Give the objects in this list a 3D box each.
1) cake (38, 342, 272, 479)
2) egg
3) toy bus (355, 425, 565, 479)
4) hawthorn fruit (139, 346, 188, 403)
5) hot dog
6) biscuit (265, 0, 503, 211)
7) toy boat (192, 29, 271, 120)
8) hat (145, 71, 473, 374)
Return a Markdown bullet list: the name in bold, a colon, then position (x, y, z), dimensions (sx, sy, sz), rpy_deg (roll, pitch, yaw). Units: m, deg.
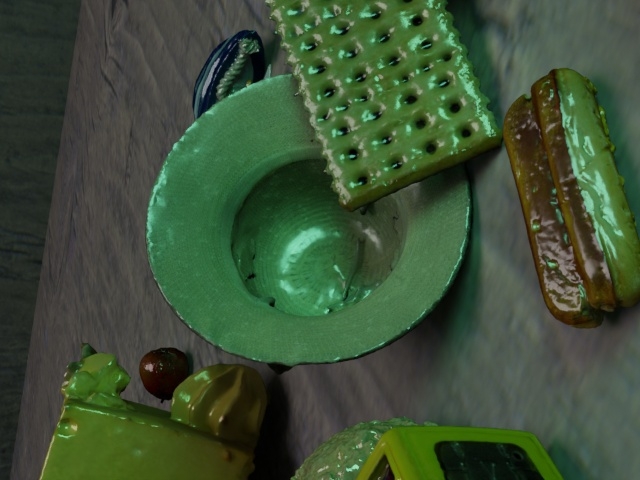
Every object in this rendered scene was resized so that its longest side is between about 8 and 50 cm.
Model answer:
- **cake**: position (-0.191, 0.259, 1.067), dimensions (0.222, 0.227, 0.286), rpy_deg (141, 143, -75)
- **egg**: position (0.037, 0.189, 0.725), dimensions (0.140, 0.116, 0.118), rpy_deg (-26, 53, 35)
- **toy bus**: position (0.108, 0.252, 0.499), dimensions (0.331, 0.145, 0.151), rpy_deg (-116, 39, -53)
- **hawthorn fruit**: position (-0.223, 0.191, 1.412), dimensions (0.077, 0.077, 0.077), rpy_deg (-175, 90, -68)
- **hot dog**: position (0.150, -0.030, 0.591), dimensions (0.071, 0.045, 0.165), rpy_deg (127, 142, -55)
- **biscuit**: position (0.036, -0.147, 0.753), dimensions (0.139, 0.016, 0.231), rpy_deg (-24, 72, 16)
- **toy boat**: position (-0.072, -0.114, 1.161), dimensions (0.291, 0.067, 0.221), rpy_deg (49, 132, 45)
- **hat**: position (0.000, 0.000, 0.806), dimensions (0.130, 0.257, 0.257), rpy_deg (64, -162, -64)
